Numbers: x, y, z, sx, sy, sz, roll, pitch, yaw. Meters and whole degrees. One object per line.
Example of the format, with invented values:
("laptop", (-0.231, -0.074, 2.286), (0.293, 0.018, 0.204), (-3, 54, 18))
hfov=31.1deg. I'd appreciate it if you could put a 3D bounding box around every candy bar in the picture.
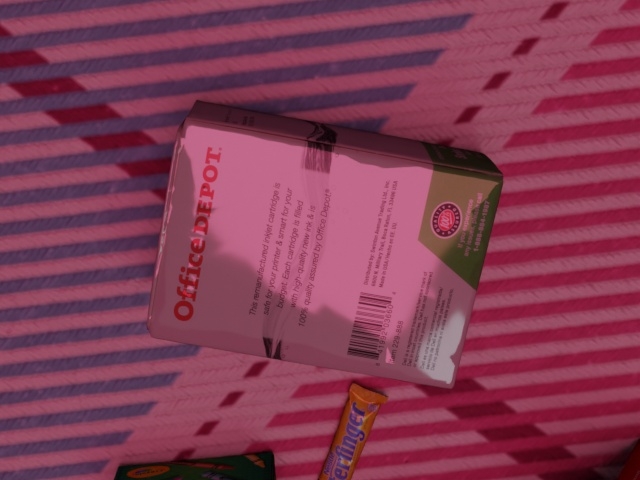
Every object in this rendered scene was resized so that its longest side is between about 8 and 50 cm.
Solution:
("candy bar", (0.025, 0.223, 1.191), (0.040, 0.018, 0.161), (18, 104, -6))

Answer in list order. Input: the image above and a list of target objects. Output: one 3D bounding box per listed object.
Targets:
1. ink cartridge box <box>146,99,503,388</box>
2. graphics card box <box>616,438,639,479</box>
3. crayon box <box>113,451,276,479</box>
("ink cartridge box", (0.000, 0.000, 1.070), (0.289, 0.121, 0.211), (11, 106, -4))
("graphics card box", (0.371, 0.408, 1.141), (0.094, 0.233, 0.371), (-11, 110, 37))
("crayon box", (-0.117, 0.366, 1.196), (0.165, 0.081, 0.278), (-6, 106, 0))
